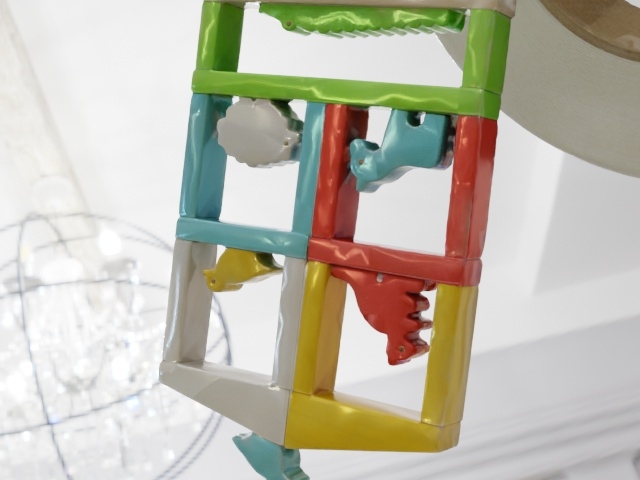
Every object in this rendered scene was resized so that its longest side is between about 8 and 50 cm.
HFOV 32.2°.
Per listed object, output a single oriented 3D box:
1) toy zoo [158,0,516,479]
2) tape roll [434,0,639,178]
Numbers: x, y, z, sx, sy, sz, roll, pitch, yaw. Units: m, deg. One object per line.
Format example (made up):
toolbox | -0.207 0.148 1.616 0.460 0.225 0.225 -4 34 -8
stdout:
toy zoo | 0.000 0.000 0.632 0.192 0.293 0.030 8 4 30
tape roll | 0.223 -0.218 0.692 0.072 0.392 0.392 -40 -12 -44
